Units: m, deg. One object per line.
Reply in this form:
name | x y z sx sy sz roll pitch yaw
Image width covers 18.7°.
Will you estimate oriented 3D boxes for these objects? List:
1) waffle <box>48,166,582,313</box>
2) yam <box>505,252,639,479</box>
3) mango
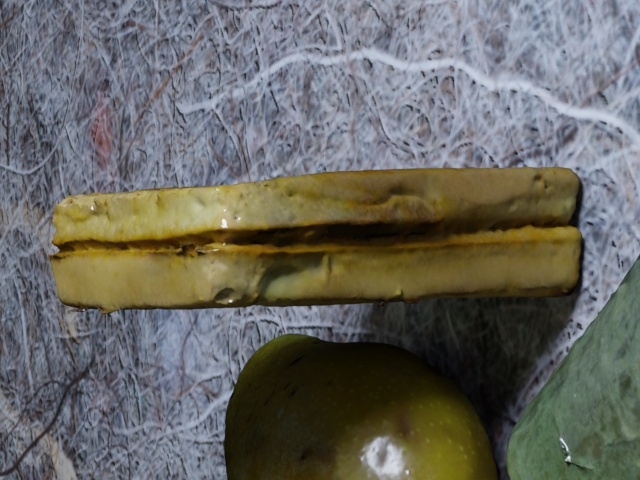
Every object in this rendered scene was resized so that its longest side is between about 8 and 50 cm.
waffle | 0.000 0.000 1.352 0.224 0.327 0.098 -5 86 53
yam | 0.244 0.085 1.120 0.300 0.195 0.195 -58 43 34
mango | 0.012 0.165 1.464 0.176 0.175 0.329 -44 30 -20
